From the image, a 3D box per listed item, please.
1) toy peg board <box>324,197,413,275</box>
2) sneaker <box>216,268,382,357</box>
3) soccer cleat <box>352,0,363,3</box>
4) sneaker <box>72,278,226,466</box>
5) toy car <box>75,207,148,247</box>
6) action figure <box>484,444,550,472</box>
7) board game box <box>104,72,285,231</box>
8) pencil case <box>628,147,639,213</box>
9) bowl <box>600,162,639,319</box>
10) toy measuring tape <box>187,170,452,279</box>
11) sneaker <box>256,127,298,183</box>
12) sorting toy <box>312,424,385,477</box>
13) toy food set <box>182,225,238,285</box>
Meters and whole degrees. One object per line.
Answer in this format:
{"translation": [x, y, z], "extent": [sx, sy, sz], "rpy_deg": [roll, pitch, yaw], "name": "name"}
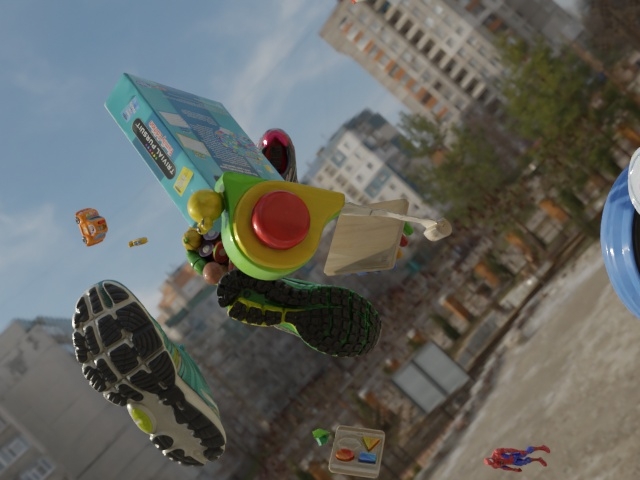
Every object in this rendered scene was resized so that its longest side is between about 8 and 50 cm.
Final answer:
{"translation": [0.110, 0.010, 1.876], "extent": [0.161, 0.079, 0.161], "rpy_deg": [-8, 53, 36], "name": "toy peg board"}
{"translation": [-0.038, 0.129, 1.824], "extent": [0.146, 0.343, 0.134], "rpy_deg": [-150, 82, -83], "name": "sneaker"}
{"translation": [0.043, -0.432, 1.331], "extent": [0.076, 0.196, 0.068], "rpy_deg": [-35, -29, 29], "name": "soccer cleat"}
{"translation": [-0.208, 0.158, 1.121], "extent": [0.107, 0.275, 0.110], "rpy_deg": [-24, 26, 9], "name": "sneaker"}
{"translation": [-0.316, -0.022, 1.408], "extent": [0.040, 0.060, 0.122], "rpy_deg": [-13, -10, 39], "name": "toy car"}
{"translation": [0.296, 0.331, 1.389], "extent": [0.030, 0.115, 0.038], "rpy_deg": [-134, 51, -58], "name": "action figure"}
{"translation": [-0.203, -0.146, 1.648], "extent": [0.254, 0.336, 0.079], "rpy_deg": [9, -54, -52], "name": "board game box"}
{"translation": [0.558, -0.101, 1.279], "extent": [0.273, 0.124, 0.113], "rpy_deg": [-11, 18, -28], "name": "pencil case"}
{"translation": [0.746, -0.006, 1.838], "extent": [0.391, 0.391, 0.077], "rpy_deg": [-46, 13, -16], "name": "bowl"}
{"translation": [0.000, 0.000, 1.104], "extent": [0.121, 0.330, 0.121], "rpy_deg": [-169, 90, -73], "name": "toy measuring tape"}
{"translation": [-0.104, -0.097, 2.014], "extent": [0.121, 0.299, 0.112], "rpy_deg": [-5, 0, -4], "name": "sneaker"}
{"translation": [0.029, 0.237, 1.046], "extent": [0.062, 0.083, 0.012], "rpy_deg": [-75, -13, -46], "name": "sorting toy"}
{"translation": [-0.241, 0.038, 2.083], "extent": [0.128, 0.218, 0.071], "rpy_deg": [-53, -19, 18], "name": "toy food set"}
